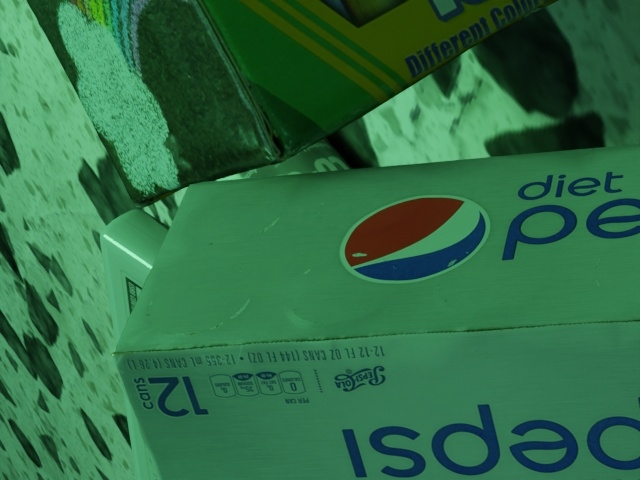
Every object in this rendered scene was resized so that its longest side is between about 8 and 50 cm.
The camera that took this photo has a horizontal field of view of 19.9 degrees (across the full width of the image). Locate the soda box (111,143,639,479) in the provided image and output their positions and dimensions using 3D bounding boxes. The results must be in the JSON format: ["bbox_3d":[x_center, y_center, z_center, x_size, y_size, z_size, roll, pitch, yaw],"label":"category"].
[{"bbox_3d":[0.089,0.032,0.572,0.286,0.098,0.091,-5,124,17],"label":"soda box"}]

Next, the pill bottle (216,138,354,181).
[{"bbox_3d":[0.000,0.000,0.964,0.137,0.078,0.078,49,156,23],"label":"pill bottle"}]

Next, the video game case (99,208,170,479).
[{"bbox_3d":[-0.004,0.118,0.759,0.206,0.026,0.227,32,143,31],"label":"video game case"}]

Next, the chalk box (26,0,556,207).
[{"bbox_3d":[-0.041,-0.185,0.686,0.289,0.179,0.180,63,159,-6],"label":"chalk box"}]
